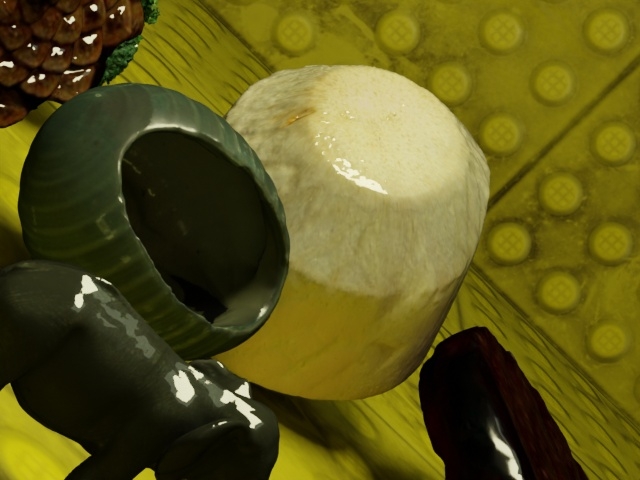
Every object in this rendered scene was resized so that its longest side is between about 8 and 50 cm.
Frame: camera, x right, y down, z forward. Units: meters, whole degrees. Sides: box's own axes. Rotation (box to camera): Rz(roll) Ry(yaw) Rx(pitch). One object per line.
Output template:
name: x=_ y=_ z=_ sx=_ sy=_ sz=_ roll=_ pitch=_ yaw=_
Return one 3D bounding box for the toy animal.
toy animal: x=-0.124 y=0.112 z=1.033 sx=0.245 sy=0.146 sz=0.114 roll=41 pitch=10 yaw=-27

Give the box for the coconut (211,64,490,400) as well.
coconut: x=0.000 y=0.000 z=1.618 sx=0.329 sy=0.329 sz=0.329 roll=43 pitch=11 yaw=-10

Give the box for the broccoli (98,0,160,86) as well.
broccoli: x=-0.260 y=-0.270 z=1.636 sx=0.294 sy=0.265 sz=0.245 roll=53 pitch=42 yaw=-46

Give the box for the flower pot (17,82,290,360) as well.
flower pot: x=-0.128 y=-0.013 z=1.367 sx=0.157 sy=0.189 sz=0.243 roll=16 pitch=-29 yaw=43

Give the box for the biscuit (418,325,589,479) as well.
biscuit: x=0.201 y=0.272 z=1.610 sx=0.407 sy=0.091 sz=0.407 roll=57 pitch=13 yaw=-20

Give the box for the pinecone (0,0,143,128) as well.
pinecone: x=-0.303 y=-0.227 z=1.372 sx=0.296 sy=0.242 sz=0.298 roll=44 pitch=20 yaw=32
